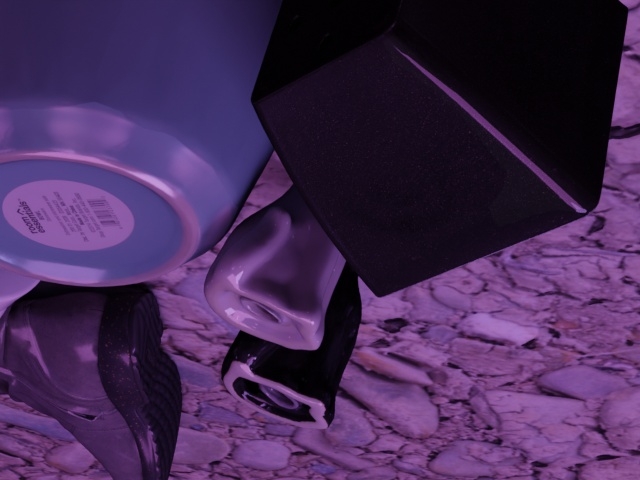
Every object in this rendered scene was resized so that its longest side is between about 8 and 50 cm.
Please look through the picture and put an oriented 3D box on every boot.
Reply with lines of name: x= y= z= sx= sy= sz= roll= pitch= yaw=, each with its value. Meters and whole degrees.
boot: x=-0.258 y=0.144 z=1.643 sx=0.223 sy=0.118 sz=0.338 roll=4 pitch=139 yaw=6

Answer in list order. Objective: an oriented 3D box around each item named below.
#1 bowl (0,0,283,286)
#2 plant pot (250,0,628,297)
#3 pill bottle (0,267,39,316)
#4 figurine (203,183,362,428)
bowl: x=-0.163 y=-0.080 z=1.170 sx=0.312 sy=0.163 sz=0.311 roll=3 pitch=149 yaw=2
plant pot: x=0.067 y=-0.106 z=1.094 sx=0.187 sy=0.188 sz=0.167 roll=-23 pitch=127 yaw=39
pill bottle: x=-0.351 y=0.029 z=1.382 sx=0.161 sy=0.161 sz=0.283 roll=26 pitch=143 yaw=-33
figurine: x=0.000 y=0.000 z=1.250 sx=0.092 sy=0.209 sz=0.215 roll=18 pitch=152 yaw=14
